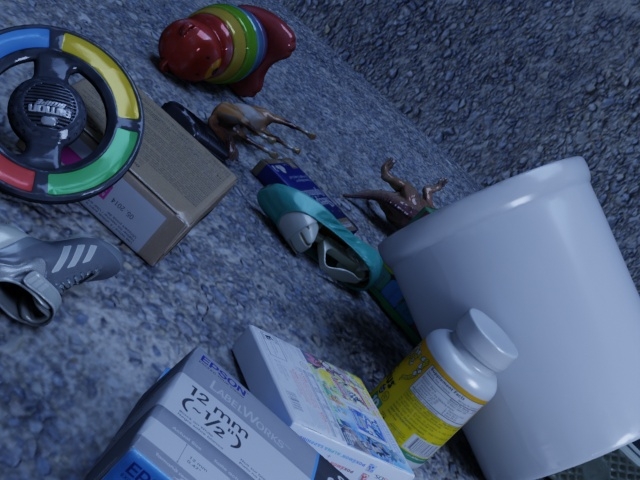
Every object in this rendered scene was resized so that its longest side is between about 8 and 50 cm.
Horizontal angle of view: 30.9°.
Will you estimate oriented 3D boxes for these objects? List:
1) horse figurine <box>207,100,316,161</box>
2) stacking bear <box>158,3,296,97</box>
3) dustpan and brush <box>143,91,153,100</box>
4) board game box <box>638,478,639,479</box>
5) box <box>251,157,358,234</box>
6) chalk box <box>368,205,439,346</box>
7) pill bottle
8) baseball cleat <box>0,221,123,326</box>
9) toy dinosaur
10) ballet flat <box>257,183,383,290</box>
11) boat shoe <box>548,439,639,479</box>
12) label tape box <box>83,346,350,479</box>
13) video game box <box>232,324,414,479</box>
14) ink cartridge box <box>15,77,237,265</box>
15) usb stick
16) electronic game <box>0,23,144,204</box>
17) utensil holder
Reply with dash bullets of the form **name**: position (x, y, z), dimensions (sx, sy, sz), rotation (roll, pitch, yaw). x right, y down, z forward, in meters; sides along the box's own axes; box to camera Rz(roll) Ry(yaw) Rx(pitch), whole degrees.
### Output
- **horse figurine**: position (-0.126, -0.200, 2.044), dimensions (0.174, 0.066, 0.263), rotation (28, 20, 18)
- **stacking bear**: position (-0.199, -0.363, 2.172), dimensions (0.164, 0.175, 0.289), rotation (47, 25, 8)
- **dustpan and brush**: position (-0.241, -0.139, 1.675), dimensions (0.147, 0.060, 0.211), rotation (27, 23, -43)
- **board game box**: position (0.587, 0.454, 1.670), dimensions (0.318, 0.319, 0.066), rotation (50, 17, 19)
- **box**: position (-0.013, -0.057, 2.040), dimensions (0.225, 0.036, 0.136), rotation (47, 17, 10)
- **chalk box**: position (0.203, 0.067, 1.978), dimensions (0.179, 0.180, 0.289), rotation (50, 17, 21)
- **pill bottle**: position (0.156, 0.191, 1.516), dimensions (0.117, 0.208, 0.117), rotation (38, 18, -15)
- **baseball cleat**: position (-0.274, 0.042, 1.183), dimensions (0.206, 0.072, 0.109), rotation (10, 50, -53)
- **toy dinosaur**: position (0.195, -0.045, 2.347), dimensions (0.295, 0.127, 0.200), rotation (21, 33, -38)
- **ballet flat**: position (0.000, 0.000, 1.862), dimensions (0.247, 0.083, 0.087), rotation (35, 35, -18)
- **boat shoe**: position (0.414, 0.298, 1.904), dimensions (0.500, 0.187, 0.156), rotation (50, 15, 0)
- **label tape box**: position (-0.069, 0.231, 1.081), dimensions (0.249, 0.115, 0.348), rotation (42, 18, -5)
- **video game box**: position (0.000, 0.202, 1.376), dimensions (0.187, 0.048, 0.205), rotation (27, 16, -29)
- **ink cartridge box**: position (-0.243, -0.101, 1.490), dimensions (0.234, 0.088, 0.193), rotation (43, 27, -2)
- **usb stick**: position (-0.189, -0.158, 1.750), dimensions (0.077, 0.045, 0.278), rotation (52, 2, 4)
- **electronic game**: position (-0.318, -0.149, 1.349), dimensions (0.229, 0.048, 0.229), rotation (9, 66, -20)
- **utensil holder**: position (0.307, 0.119, 1.678), dimensions (0.386, 0.327, 0.327), rotation (66, 20, 6)
